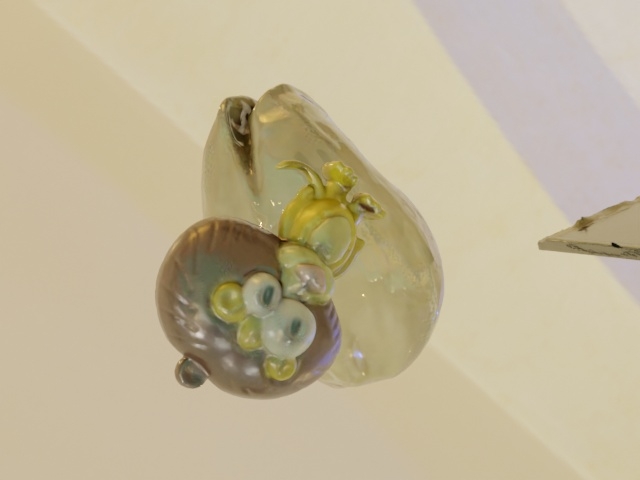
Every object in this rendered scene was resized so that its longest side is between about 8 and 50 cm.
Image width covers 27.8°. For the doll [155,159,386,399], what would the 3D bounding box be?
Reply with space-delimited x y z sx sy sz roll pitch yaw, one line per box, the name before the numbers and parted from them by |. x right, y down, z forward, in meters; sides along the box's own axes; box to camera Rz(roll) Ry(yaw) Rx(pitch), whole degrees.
doll | -0.037 0.023 0.906 0.145 0.188 0.096 24 175 -29

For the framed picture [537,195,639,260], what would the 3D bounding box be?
framed picture | 0.386 -0.040 1.323 0.281 0.209 0.019 -21 -80 -18

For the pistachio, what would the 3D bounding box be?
pistachio | 0.000 0.000 1.242 0.332 0.208 0.226 56 -142 -28
